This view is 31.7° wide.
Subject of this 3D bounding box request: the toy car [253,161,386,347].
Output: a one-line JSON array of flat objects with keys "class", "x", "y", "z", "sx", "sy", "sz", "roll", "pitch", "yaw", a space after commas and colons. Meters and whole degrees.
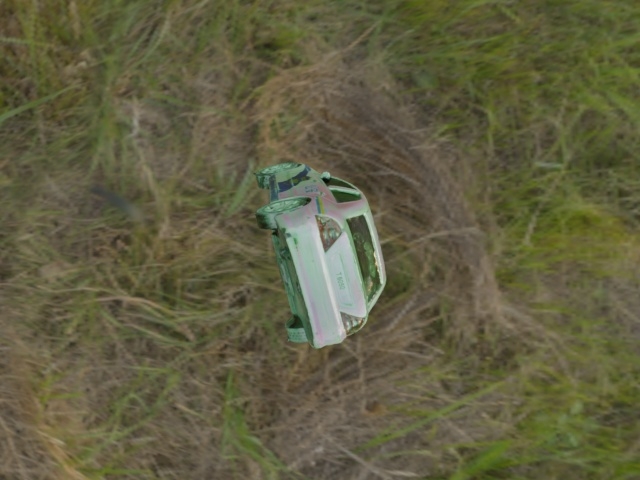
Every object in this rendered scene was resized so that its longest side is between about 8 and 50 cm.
[{"class": "toy car", "x": 0.000, "y": 0.000, "z": 0.782, "sx": 0.076, "sy": 0.224, "sz": 0.090, "roll": -15, "pitch": 104, "yaw": 0}]
